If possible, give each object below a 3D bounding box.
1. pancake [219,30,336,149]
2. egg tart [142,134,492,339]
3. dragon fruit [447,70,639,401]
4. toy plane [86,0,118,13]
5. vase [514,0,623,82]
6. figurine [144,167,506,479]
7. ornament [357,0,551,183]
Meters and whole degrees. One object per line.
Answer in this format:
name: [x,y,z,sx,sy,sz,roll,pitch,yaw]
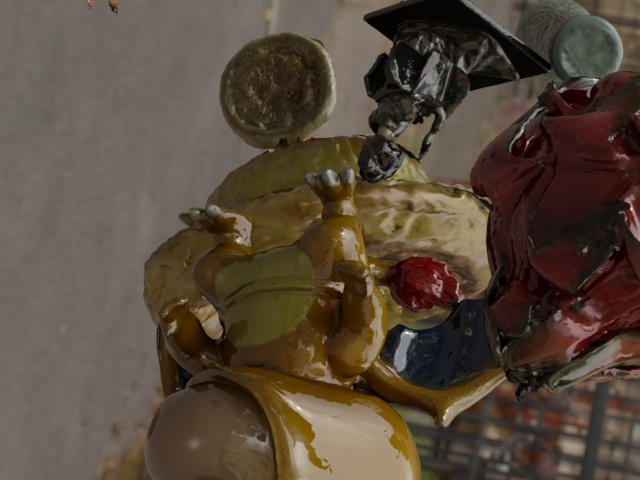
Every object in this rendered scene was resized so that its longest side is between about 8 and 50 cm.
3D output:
pancake: [-0.051,-0.181,1.915,0.025,0.152,0.151,42,58,-65]
egg tart: [0.000,0.000,1.884,0.443,0.443,0.178,73,7,-68]
dragon fruit: [0.195,0.006,1.143,0.293,0.234,0.233,-32,145,-23]
toy plane: [-0.215,-0.270,1.384,0.135,0.062,0.188,54,9,-36]
vase: [0.268,-0.208,1.728,0.219,0.096,0.096,-91,-171,-80]
figurine: [0.006,0.143,1.500,0.268,0.401,0.387,59,26,-65]
ornament: [0.104,-0.133,1.687,0.166,0.153,0.196,-8,-128,57]
